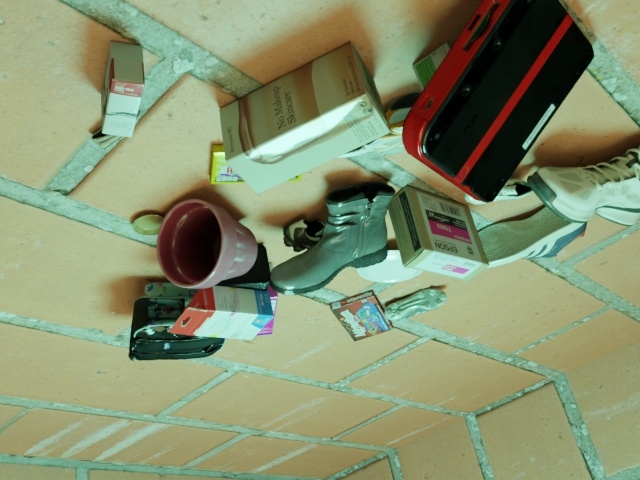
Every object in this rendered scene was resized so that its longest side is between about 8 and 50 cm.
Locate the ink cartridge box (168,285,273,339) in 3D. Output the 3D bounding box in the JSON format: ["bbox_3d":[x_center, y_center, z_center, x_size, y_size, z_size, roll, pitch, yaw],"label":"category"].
[{"bbox_3d":[-0.251,0.179,1.724,0.231,0.078,0.134,10,141,-32],"label":"ink cartridge box"}]

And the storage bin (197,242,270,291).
[{"bbox_3d":[-0.225,0.083,1.775,0.180,0.122,0.084,-4,147,-14],"label":"storage bin"}]

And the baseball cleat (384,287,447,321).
[{"bbox_3d":[0.305,0.206,2.220,0.205,0.072,0.109,-15,164,7],"label":"baseball cleat"}]

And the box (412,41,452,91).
[{"bbox_3d":[0.251,-0.308,1.358,0.087,0.101,0.102,-31,143,26],"label":"box"}]

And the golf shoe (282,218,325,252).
[{"bbox_3d":[0.000,0.000,1.770,0.198,0.077,0.094,17,137,-40],"label":"golf shoe"}]

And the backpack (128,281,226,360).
[{"bbox_3d":[-0.382,0.227,1.877,0.253,0.191,0.225,6,146,-15],"label":"backpack"}]

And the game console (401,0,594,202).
[{"bbox_3d":[0.346,-0.282,1.328,0.342,0.060,0.387,23,104,-48],"label":"game console"}]

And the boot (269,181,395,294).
[{"bbox_3d":[0.020,-0.017,1.661,0.338,0.118,0.223,-23,134,-24],"label":"boot"}]

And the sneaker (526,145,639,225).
[{"bbox_3d":[0.719,-0.180,1.704,0.447,0.169,0.257,3,137,-37],"label":"sneaker"}]

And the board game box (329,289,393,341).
[{"bbox_3d":[0.137,0.249,2.248,0.145,0.027,0.281,-18,147,10],"label":"board game box"}]

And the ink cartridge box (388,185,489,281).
[{"bbox_3d":[0.295,-0.014,1.742,0.234,0.193,0.088,13,140,-36],"label":"ink cartridge box"}]

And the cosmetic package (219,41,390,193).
[{"bbox_3d":[-0.034,-0.232,1.333,0.296,0.153,0.129,-25,144,16],"label":"cosmetic package"}]

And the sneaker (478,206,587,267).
[{"bbox_3d":[0.580,0.011,1.937,0.350,0.131,0.148,-22,142,13],"label":"sneaker"}]

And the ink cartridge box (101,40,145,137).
[{"bbox_3d":[-0.350,-0.264,1.218,0.056,0.099,0.135,4,144,-24],"label":"ink cartridge box"}]

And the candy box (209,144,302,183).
[{"bbox_3d":[-0.136,-0.167,1.510,0.205,0.027,0.105,-4,143,-15],"label":"candy box"}]

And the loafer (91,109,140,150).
[{"bbox_3d":[-0.394,-0.217,1.330,0.039,0.045,0.125,27,134,-37],"label":"loafer"}]

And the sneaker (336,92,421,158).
[{"bbox_3d":[0.120,-0.213,1.471,0.262,0.099,0.121,-15,152,6],"label":"sneaker"}]

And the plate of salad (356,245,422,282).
[{"bbox_3d":[0.202,0.068,1.972,0.199,0.048,0.200,-1,150,0],"label":"plate of salad"}]

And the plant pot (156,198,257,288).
[{"bbox_3d":[-0.249,0.015,1.616,0.201,0.201,0.180,-29,160,24],"label":"plant pot"}]

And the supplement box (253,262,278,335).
[{"bbox_3d":[-0.186,0.170,1.933,0.113,0.111,0.220,-4,146,-13],"label":"supplement box"}]

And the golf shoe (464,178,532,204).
[{"bbox_3d":[0.442,-0.128,1.710,0.176,0.069,0.086,-9,-176,-18],"label":"golf shoe"}]

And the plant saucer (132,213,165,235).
[{"bbox_3d":[-0.399,-0.041,1.624,0.083,0.015,0.083,-9,148,-6],"label":"plant saucer"}]
